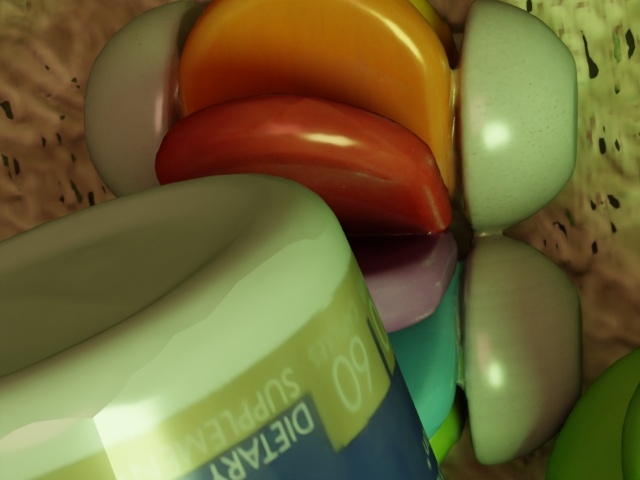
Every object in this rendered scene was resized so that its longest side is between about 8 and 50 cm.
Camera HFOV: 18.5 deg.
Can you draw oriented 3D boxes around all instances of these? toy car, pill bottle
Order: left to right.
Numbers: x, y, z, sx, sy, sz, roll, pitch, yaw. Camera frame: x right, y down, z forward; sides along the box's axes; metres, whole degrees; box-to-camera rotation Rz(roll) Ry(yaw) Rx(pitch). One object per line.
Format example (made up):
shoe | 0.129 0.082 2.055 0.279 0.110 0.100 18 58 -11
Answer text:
pill bottle | -0.022 0.129 0.510 0.153 0.153 0.264 -19 107 10
toy car | 0.000 0.000 0.613 0.159 0.136 0.182 -1 93 9

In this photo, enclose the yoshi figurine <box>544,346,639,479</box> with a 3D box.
yoshi figurine | 0.145 0.178 0.603 0.203 0.203 0.362 14 118 48
